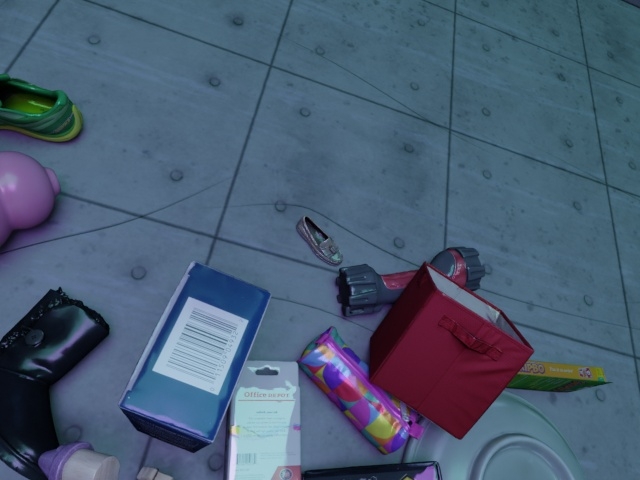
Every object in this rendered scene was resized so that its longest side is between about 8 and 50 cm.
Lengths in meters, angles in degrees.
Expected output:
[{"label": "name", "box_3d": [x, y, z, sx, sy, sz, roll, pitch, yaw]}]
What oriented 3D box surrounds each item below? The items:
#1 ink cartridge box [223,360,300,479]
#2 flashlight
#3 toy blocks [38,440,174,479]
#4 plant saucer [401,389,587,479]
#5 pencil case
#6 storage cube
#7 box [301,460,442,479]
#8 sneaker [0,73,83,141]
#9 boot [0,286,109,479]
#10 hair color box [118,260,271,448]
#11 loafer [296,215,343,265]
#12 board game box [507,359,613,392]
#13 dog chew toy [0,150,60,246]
[{"label": "ink cartridge box", "box_3d": [-0.095, 0.303, 0.758, 0.115, 0.067, 0.198, 6, 65, -15]}, {"label": "flashlight", "box_3d": [0.183, 0.074, 0.944, 0.303, 0.103, 0.103, -4, 40, -19]}, {"label": "toy blocks", "box_3d": [-0.363, 0.381, 0.528, 0.259, 0.289, 0.309, 4, 40, 18]}, {"label": "plant saucer", "box_3d": [0.337, 0.457, 0.803, 0.399, 0.100, 0.401, 7, 63, -14]}, {"label": "pencil case", "box_3d": [0.068, 0.262, 0.813, 0.236, 0.104, 0.104, 42, 60, 7]}, {"label": "storage cube", "box_3d": [0.209, 0.180, 0.802, 0.183, 0.215, 0.193, 33, 104, -1]}, {"label": "box", "box_3d": [0.085, 0.440, 0.705, 0.220, 0.051, 0.175, -8, 65, 9]}, {"label": "sneaker", "box_3d": [-0.600, -0.256, 0.838, 0.295, 0.123, 0.110, -1, 65, -18]}, {"label": "boot", "box_3d": [-0.395, 0.194, 0.674, 0.246, 0.094, 0.207, 29, 58, 25]}, {"label": "hair color box", "box_3d": [-0.174, 0.181, 0.629, 0.105, 0.347, 0.174, 24, 59, -6]}, {"label": "loafer", "box_3d": [0.000, 0.000, 0.953, 0.125, 0.039, 0.045, 45, 59, 7]}, {"label": "board game box", "box_3d": [0.426, 0.269, 0.909, 0.259, 0.124, 0.039, 11, 61, -13]}, {"label": "dog chew toy", "box_3d": [-0.583, -0.049, 0.707, 0.331, 0.207, 0.207, -25, 74, -35]}]
